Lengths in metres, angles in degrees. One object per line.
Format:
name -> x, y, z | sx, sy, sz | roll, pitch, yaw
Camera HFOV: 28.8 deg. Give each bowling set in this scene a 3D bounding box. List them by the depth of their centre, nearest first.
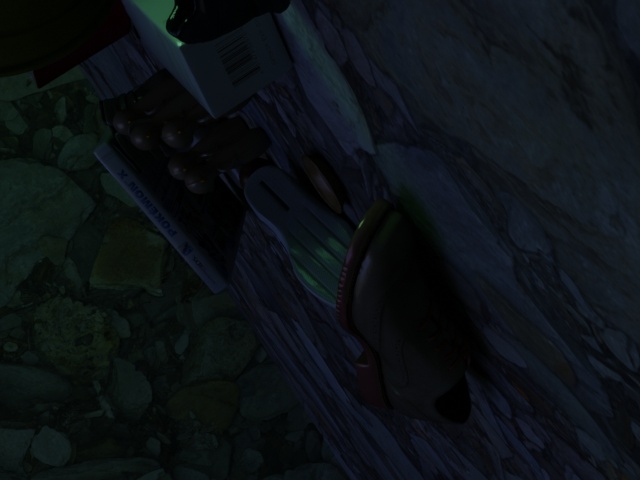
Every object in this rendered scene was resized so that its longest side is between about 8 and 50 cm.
bowling set -> -0.157, -0.118, 1.694 | 0.200, 0.154, 0.287 | 59, 170, -18

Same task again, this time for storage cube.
storage cube -> -0.451, -0.392, 2.105 | 0.184, 0.193, 0.215 | 56, 170, -4

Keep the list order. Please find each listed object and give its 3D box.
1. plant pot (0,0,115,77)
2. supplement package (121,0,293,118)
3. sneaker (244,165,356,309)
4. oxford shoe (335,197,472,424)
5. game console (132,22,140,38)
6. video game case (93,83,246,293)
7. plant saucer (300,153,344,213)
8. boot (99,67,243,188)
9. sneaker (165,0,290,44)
plant pot -> -0.405, -0.431, 1.414 | 0.366, 0.366, 0.353 | 53, 159, 13
supplement package -> -0.127, -0.231, 1.309 | 0.179, 0.105, 0.105 | 46, 168, 42
sneaker -> 0.000, 0.000, 1.577 | 0.091, 0.094, 0.258 | 38, -168, -51
oxford shoe -> 0.105, 0.082, 1.312 | 0.130, 0.123, 0.348 | 21, 154, 24
game console -> -0.221, -0.329, 1.725 | 0.144, 0.085, 0.124 | 108, 158, -77
video game case -> -0.239, -0.094, 2.063 | 0.300, 0.036, 0.329 | 51, -165, -17
plant saucer -> 0.006, -0.070, 1.469 | 0.083, 0.015, 0.083 | 54, 170, 14
boot -> -0.216, -0.143, 1.876 | 0.246, 0.161, 0.083 | 53, 171, 14
sneaker -> -0.133, -0.295, 1.057 | 0.286, 0.130, 0.109 | 61, 171, -25
